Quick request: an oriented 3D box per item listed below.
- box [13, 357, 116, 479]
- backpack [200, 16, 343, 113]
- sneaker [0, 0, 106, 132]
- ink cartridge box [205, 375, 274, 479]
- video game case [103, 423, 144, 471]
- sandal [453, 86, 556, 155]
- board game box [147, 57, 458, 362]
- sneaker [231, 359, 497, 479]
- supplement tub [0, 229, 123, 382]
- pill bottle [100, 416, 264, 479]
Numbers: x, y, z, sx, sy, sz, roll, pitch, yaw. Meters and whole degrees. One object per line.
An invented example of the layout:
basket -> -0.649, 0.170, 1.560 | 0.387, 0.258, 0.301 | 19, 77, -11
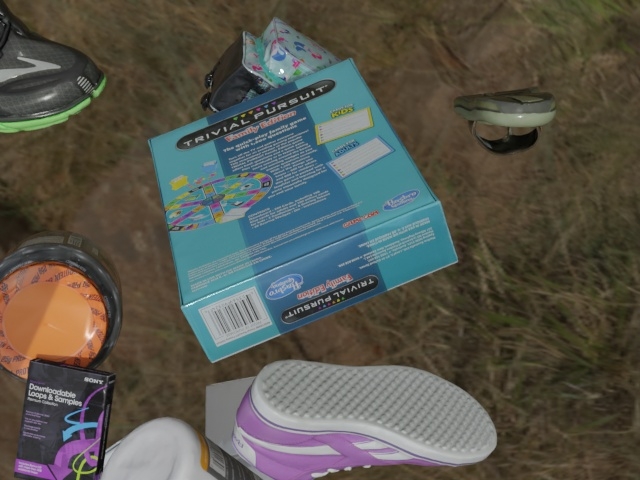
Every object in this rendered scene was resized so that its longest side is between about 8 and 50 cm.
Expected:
box -> -0.339, 0.245, 1.488 | 0.116, 0.029, 0.162 | 9, 93, 11
backpack -> -0.044, -0.233, 1.865 | 0.191, 0.253, 0.225 | -44, 22, 18
sneaker -> -0.538, -0.317, 1.633 | 0.483, 0.202, 0.185 | 26, 53, 6
ink cartridge box -> -0.105, 0.382, 1.795 | 0.115, 0.198, 0.272 | -10, 119, -1
video game case -> -0.306, 0.425, 1.806 | 0.183, 0.201, 0.023 | -35, 21, -13
sandal -> 0.238, -0.151, 1.465 | 0.120, 0.303, 0.086 | -6, 99, 6
board game box -> -0.033, -0.046, 1.167 | 0.254, 0.079, 0.336 | -22, 34, 0
sneaker -> 0.041, 0.214, 1.239 | 0.161, 0.282, 0.102 | 116, 162, -44
supplement tub -> -0.399, 0.097, 1.675 | 0.207, 0.338, 0.207 | -1, 96, -10
pill bottle -> -0.146, 0.364, 1.486 | 0.162, 0.278, 0.162 | -25, 41, 24
